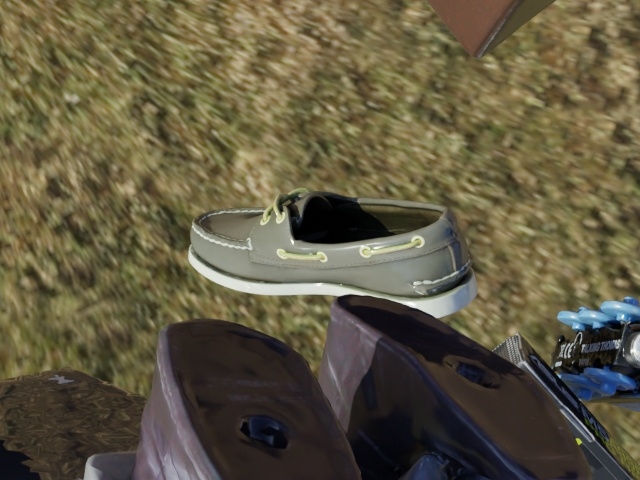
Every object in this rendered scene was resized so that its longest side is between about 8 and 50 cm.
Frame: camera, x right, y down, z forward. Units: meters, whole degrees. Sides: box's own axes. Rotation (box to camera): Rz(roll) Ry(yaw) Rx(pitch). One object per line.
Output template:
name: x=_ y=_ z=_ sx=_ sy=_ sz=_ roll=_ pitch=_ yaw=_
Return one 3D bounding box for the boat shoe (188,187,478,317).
boat shoe: x=0.003 y=-0.002 z=1.657 sx=0.109 sy=0.305 sz=0.091 roll=-41 pitch=129 yaw=-44

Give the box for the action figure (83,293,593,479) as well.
action figure: x=-0.044 y=0.150 z=0.410 sx=0.185 sy=0.099 sz=0.285 roll=2 pitch=121 yaw=-40

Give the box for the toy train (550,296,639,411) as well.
toy train: x=0.245 y=0.097 z=1.427 sx=0.105 sy=0.184 sz=0.080 roll=19 pitch=79 yaw=-10

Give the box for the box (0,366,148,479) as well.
box: x=-0.164 y=0.202 z=0.870 sx=0.343 sy=0.312 sz=0.179 roll=-8 pitch=106 yaw=-43

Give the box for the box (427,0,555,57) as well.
box: x=0.137 y=-0.284 z=1.123 sx=0.143 sy=0.381 sz=0.191 roll=-36 pitch=85 yaw=-21

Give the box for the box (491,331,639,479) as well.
box: x=0.118 y=0.234 z=1.388 sx=0.270 sy=0.060 sz=0.216 roll=-40 pitch=104 yaw=13
